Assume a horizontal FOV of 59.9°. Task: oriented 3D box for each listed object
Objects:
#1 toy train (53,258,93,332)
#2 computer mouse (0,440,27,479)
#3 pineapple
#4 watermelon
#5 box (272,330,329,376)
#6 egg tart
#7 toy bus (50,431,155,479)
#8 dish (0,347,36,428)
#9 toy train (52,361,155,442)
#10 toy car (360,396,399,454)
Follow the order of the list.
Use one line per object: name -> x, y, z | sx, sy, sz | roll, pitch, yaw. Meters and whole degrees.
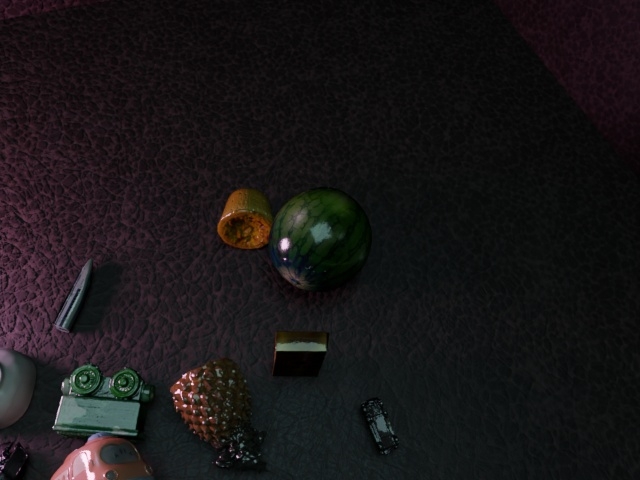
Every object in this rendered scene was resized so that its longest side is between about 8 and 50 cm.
toy train -> -0.776, 0.170, 1.789 | 0.048, 0.055, 0.252 | 15, 61, 1
computer mouse -> -0.882, 0.663, 1.495 | 0.146, 0.078, 0.242 | 15, 61, -2
pineapple -> -0.273, 0.528, 1.594 | 0.222, 0.223, 0.358 | -25, 81, -20
watermelon -> 0.000, 0.000, 1.836 | 0.362, 0.363, 0.364 | 3, 61, -6
box -> -0.066, 0.347, 1.687 | 0.159, 0.240, 0.071 | 4, 59, -6
egg tart -> -0.257, -0.081, 1.936 | 0.202, 0.203, 0.147 | 0, 48, -8
toy bus -> -0.580, 0.636, 1.451 | 0.287, 0.194, 0.232 | -39, 58, 19
dish -> -0.964, 0.415, 1.595 | 0.255, 0.117, 0.257 | 3, 60, -6
toy train -> -0.616, 0.468, 1.601 | 0.265, 0.145, 0.202 | 5, 64, -4
toy car -> 0.179, 0.569, 1.701 | 0.071, 0.063, 0.165 | -17, 65, -15
